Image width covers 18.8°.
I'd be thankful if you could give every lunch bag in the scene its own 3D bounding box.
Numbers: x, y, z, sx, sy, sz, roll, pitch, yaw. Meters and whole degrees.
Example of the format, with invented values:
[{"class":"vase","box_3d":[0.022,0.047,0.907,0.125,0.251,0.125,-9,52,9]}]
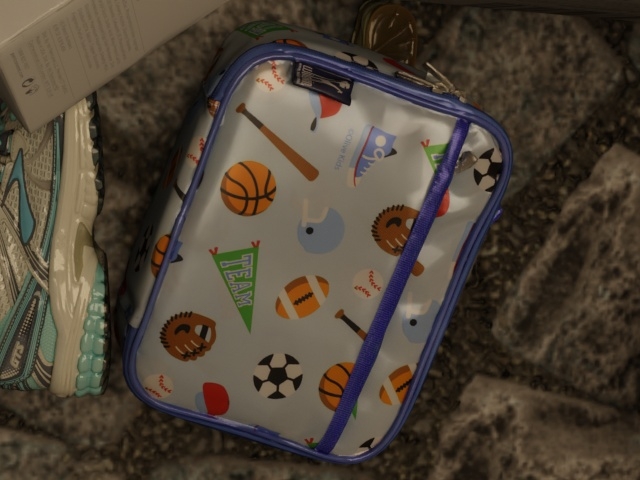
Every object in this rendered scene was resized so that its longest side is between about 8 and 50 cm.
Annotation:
[{"class":"lunch bag","box_3d":[0.000,0.000,1.396,0.243,0.115,0.303,20,103,-15]}]

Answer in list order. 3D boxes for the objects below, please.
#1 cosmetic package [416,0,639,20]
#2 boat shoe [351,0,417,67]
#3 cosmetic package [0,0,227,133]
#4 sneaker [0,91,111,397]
[{"class":"cosmetic package","box_3d":[0.207,-0.355,1.332,0.329,0.327,0.394,2,95,-17]},{"class":"boat shoe","box_3d":[0.038,-0.104,1.461,0.056,0.048,0.153,0,103,-22]},{"class":"cosmetic package","box_3d":[-0.173,-0.235,1.281,0.224,0.138,0.224,-35,73,-9]},{"class":"sneaker","box_3d":[-0.212,-0.027,1.357,0.122,0.110,0.283,-3,94,-7]}]
